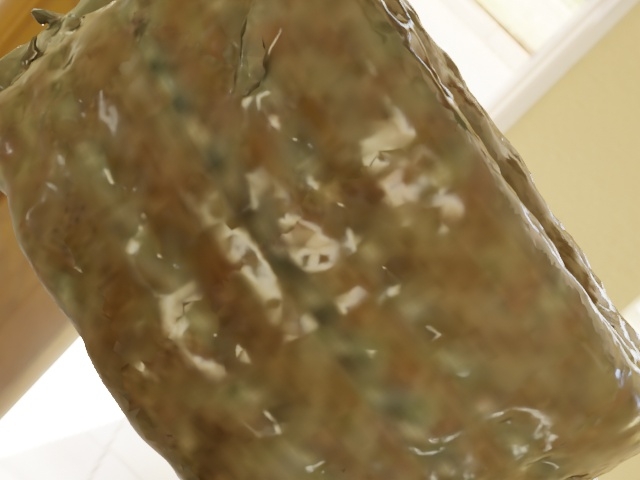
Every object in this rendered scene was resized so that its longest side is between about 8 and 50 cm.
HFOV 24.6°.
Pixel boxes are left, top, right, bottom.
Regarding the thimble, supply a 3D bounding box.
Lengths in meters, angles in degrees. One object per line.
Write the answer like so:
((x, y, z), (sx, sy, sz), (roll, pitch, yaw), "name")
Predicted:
((0.003, 0.006, 0.501), (0.229, 0.148, 0.196), (48, 11, -31), "thimble")

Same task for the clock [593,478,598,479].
((0.052, 0.205, 0.776), (0.186, 0.253, 0.083), (-101, 173, -59), "clock")
